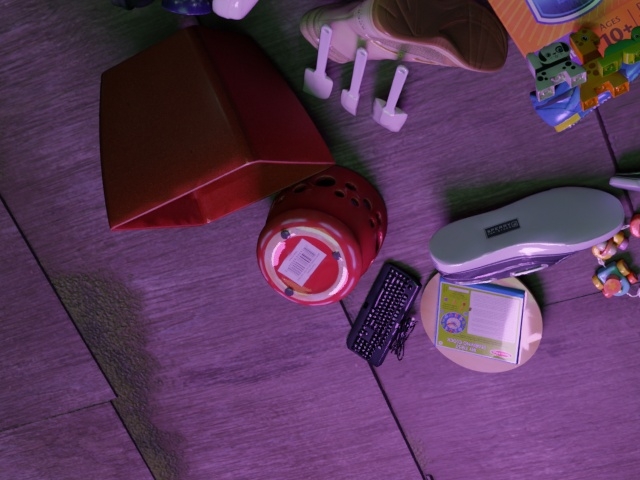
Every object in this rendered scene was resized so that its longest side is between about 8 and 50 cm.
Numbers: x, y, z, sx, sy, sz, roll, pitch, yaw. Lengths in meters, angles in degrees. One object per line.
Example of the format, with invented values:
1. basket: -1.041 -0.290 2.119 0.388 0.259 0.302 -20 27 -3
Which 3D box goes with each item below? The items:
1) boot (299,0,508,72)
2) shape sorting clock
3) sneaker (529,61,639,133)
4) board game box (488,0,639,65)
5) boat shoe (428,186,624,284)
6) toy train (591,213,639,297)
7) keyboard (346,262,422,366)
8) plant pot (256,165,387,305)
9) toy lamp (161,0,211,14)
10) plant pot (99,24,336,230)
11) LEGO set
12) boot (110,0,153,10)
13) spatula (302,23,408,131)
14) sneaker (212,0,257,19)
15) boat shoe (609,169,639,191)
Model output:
1. boot: 0.123 -0.296 1.797 0.203 0.262 0.095 2 87 53
2. shape sorting clock: 0.263 0.126 2.028 0.206 0.040 0.206 9 116 20
3. sneaker: 0.393 -0.243 1.776 0.209 0.069 0.082 -37 99 29
4. board game box: 0.347 -0.468 1.498 0.356 0.356 0.356 -28 108 27
5. boat shoe: 0.322 0.005 1.918 0.301 0.108 0.102 -17 145 10
6. toy train: 0.480 0.027 1.912 0.125 0.046 0.166 5 119 13
7. keyboard: 0.111 0.136 2.072 0.100 0.038 0.192 29 123 9
8. plant pot: 0.000 0.000 1.959 0.191 0.174 0.191 6 121 10
9. toy lamp: -0.168 -0.447 1.660 0.080 0.080 0.274 13 115 8
10. plant pot: -0.178 -0.174 1.859 0.267 0.267 0.236 -23 82 25
11. LEGO set: 0.327 -0.220 1.379 0.227 0.093 0.087 -24 149 -2
12. boot: -0.065 -0.445 1.762 0.445 0.146 0.367 16 123 2
13. spatula: 0.057 -0.235 1.818 0.168 0.019 0.242 29 163 4
14. sneaker: -0.015 -0.388 1.635 0.169 0.108 0.292 32 114 0
15. boat shoe: 0.504 -0.093 1.845 0.142 0.049 0.040 5 86 15
